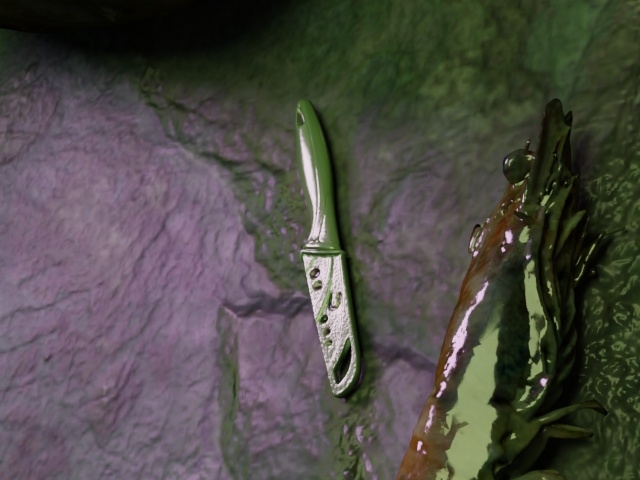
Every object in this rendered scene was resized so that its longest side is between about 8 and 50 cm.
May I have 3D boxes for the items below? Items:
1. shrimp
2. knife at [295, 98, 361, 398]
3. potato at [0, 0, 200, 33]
[{"bbox_3d":[0.130,0.066,0.867,0.169,0.058,0.296,6,70,27],"label":"shrimp"},{"bbox_3d":[0.000,0.000,1.026,0.030,0.014,0.207,-26,54,23],"label":"knife"},{"bbox_3d":[-0.172,-0.247,1.150,0.359,0.270,0.219,-8,65,61],"label":"potato"}]
